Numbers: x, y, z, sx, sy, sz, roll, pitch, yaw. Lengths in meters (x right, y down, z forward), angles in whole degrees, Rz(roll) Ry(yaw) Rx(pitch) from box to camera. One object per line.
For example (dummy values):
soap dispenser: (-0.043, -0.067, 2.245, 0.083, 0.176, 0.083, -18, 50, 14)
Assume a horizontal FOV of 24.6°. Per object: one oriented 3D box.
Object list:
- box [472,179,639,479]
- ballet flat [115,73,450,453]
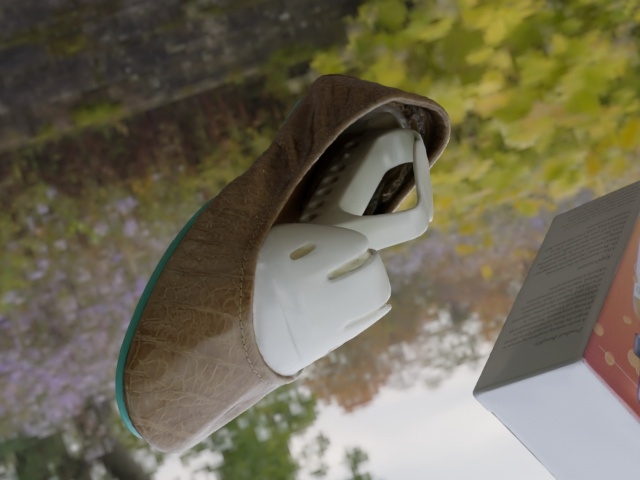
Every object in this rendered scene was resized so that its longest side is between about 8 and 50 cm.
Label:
box: (0.193, 0.068, 0.921, 0.091, 0.130, 0.170, -26, -155, 45)
ballet flat: (0.000, 0.000, 0.903, 0.124, 0.116, 0.342, -1, -149, 27)
